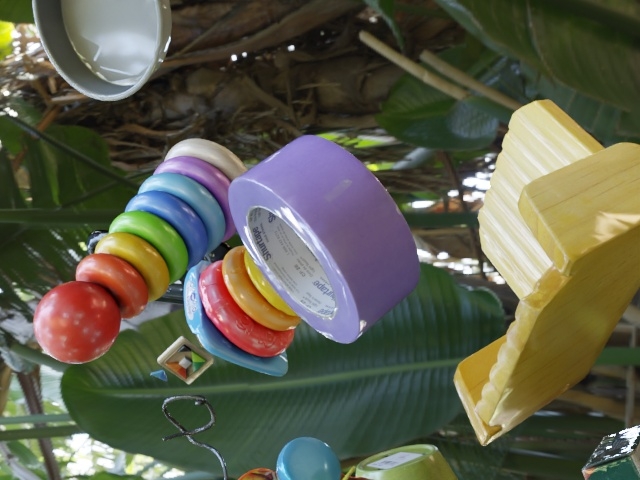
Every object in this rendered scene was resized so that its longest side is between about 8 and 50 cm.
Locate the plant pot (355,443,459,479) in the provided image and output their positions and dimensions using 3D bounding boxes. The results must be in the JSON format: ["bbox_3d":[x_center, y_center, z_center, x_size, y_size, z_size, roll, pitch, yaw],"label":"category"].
[{"bbox_3d":[0.160,0.493,1.090,0.275,0.275,0.293,-8,-99,-52],"label":"plant pot"}]

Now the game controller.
[{"bbox_3d":[-0.272,0.052,1.221,0.067,0.319,0.166,-61,-34,-46],"label":"game controller"}]

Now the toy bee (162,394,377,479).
[{"bbox_3d":[-0.045,0.302,0.725,0.162,0.298,0.195,-74,-11,-52],"label":"toy bee"}]

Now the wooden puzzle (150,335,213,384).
[{"bbox_3d":[-0.227,0.203,1.146,0.078,0.116,0.014,35,-164,-17],"label":"wooden puzzle"}]

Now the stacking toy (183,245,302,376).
[{"bbox_3d":[-0.034,0.032,0.929,0.166,0.302,0.175,29,-150,-36],"label":"stacking toy"}]

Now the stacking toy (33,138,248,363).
[{"bbox_3d":[-0.208,0.017,0.818,0.330,0.141,0.141,-57,-49,-43],"label":"stacking toy"}]

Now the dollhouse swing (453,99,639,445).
[{"bbox_3d":[0.260,0.015,0.941,0.315,0.305,0.346,-22,-40,-29],"label":"dollhouse swing"}]

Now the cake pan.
[{"bbox_3d":[-0.376,-0.393,1.180,0.054,0.293,0.293,-36,-63,-56],"label":"cake pan"}]

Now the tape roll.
[{"bbox_3d":[0.000,0.000,0.650,0.080,0.189,0.189,-37,-61,-23],"label":"tape roll"}]

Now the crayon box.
[{"bbox_3d":[0.499,0.446,0.978,0.202,0.081,0.318,5,-121,-59],"label":"crayon box"}]
